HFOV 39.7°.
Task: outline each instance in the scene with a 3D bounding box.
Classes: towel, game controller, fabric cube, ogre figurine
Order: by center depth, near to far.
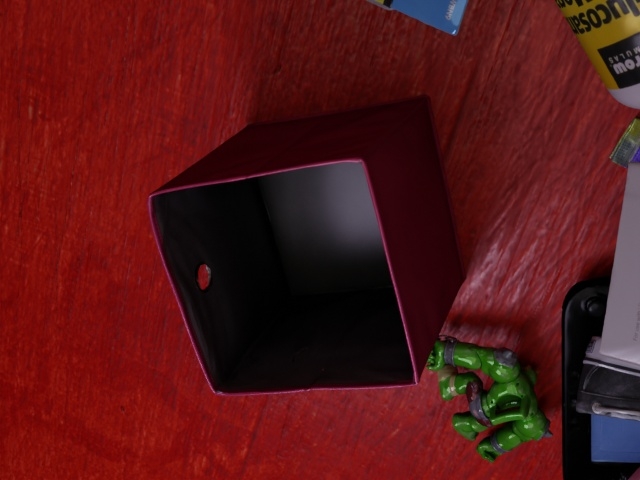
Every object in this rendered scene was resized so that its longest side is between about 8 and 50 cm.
[{"bbox_3d":[0.370,-0.095,0.978,0.083,0.009,0.060,29,121,7],"label":"towel"},{"bbox_3d":[0.000,0.000,1.022,0.259,0.258,0.254,-7,111,24],"label":"fabric cube"},{"bbox_3d":[0.378,0.188,1.071,0.167,0.067,0.319,2,114,21],"label":"game controller"},{"bbox_3d":[0.218,0.201,1.124,0.118,0.097,0.197,-13,97,38],"label":"ogre figurine"}]

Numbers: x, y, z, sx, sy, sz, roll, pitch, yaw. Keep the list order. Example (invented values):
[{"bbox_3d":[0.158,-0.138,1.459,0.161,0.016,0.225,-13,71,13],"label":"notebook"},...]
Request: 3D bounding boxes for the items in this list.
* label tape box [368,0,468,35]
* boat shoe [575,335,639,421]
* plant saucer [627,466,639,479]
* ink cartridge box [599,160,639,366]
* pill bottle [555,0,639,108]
[{"bbox_3d":[0.049,-0.383,0.866,0.348,0.115,0.249,30,121,23],"label":"label tape box"},{"bbox_3d":[0.422,0.186,0.923,0.306,0.113,0.104,13,83,23],"label":"boat shoe"},{"bbox_3d":[0.502,0.347,1.054,0.332,0.084,0.332,2,112,5],"label":"plant saucer"},{"bbox_3d":[0.438,0.040,0.827,0.270,0.198,0.197,13,100,43],"label":"ink cartridge box"},{"bbox_3d":[0.319,-0.247,0.825,0.188,0.188,0.334,-29,100,29],"label":"pill bottle"}]
